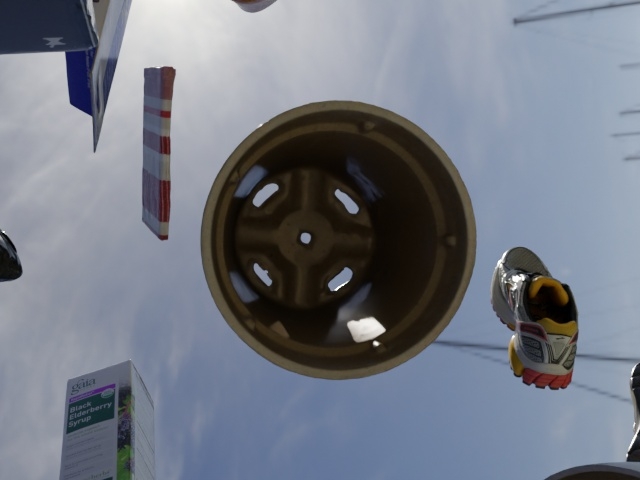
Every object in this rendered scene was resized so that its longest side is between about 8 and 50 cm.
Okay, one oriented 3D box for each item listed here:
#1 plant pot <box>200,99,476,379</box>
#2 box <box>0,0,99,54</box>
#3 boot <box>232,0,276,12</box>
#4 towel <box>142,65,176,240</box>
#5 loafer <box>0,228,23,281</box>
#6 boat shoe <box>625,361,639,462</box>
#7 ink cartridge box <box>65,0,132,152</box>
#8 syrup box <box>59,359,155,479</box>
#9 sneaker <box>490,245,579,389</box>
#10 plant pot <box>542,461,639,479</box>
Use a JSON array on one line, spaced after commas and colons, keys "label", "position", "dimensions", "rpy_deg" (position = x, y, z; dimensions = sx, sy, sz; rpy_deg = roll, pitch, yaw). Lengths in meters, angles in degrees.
[{"label": "plant pot", "position": [0.000, 0.000, 1.287], "dimensions": [0.305, 0.334, 0.333], "rpy_deg": [-179, 87, -80]}, {"label": "box", "position": [-0.475, -0.430, 0.888], "dimensions": [0.297, 0.480, 0.471], "rpy_deg": [121, 144, -79]}, {"label": "boot", "position": [-0.006, -0.387, 1.127], "dimensions": [0.104, 0.295, 0.211], "rpy_deg": [47, 180, 1]}, {"label": "towel", "position": [-0.320, -0.180, 1.907], "dimensions": [0.237, 0.037, 0.329], "rpy_deg": [-150, 61, -69]}, {"label": "loafer", "position": [-0.403, -0.016, 1.041], "dimensions": [0.076, 0.223, 0.078], "rpy_deg": [-57, -33, 1]}, {"label": "boat shoe", "position": [0.498, 0.312, 1.368], "dimensions": [0.324, 0.123, 0.120], "rpy_deg": [-64, -31, -48]}, {"label": "ink cartridge box", "position": [-0.330, -0.331, 1.437], "dimensions": [0.175, 0.069, 0.370], "rpy_deg": [107, 167, -57]}, {"label": "syrup box", "position": [-0.269, 0.269, 1.223], "dimensions": [0.237, 0.093, 0.096], "rpy_deg": [-106, -2, -55]}, {"label": "sneaker", "position": [0.256, 0.070, 1.109], "dimensions": [0.225, 0.088, 0.092], "rpy_deg": [-95, 12, -58]}, {"label": "plant pot", "position": [0.262, 0.270, 0.585], "dimensions": [0.191, 0.284, 0.284], "rpy_deg": [-1, -92, -28]}]
